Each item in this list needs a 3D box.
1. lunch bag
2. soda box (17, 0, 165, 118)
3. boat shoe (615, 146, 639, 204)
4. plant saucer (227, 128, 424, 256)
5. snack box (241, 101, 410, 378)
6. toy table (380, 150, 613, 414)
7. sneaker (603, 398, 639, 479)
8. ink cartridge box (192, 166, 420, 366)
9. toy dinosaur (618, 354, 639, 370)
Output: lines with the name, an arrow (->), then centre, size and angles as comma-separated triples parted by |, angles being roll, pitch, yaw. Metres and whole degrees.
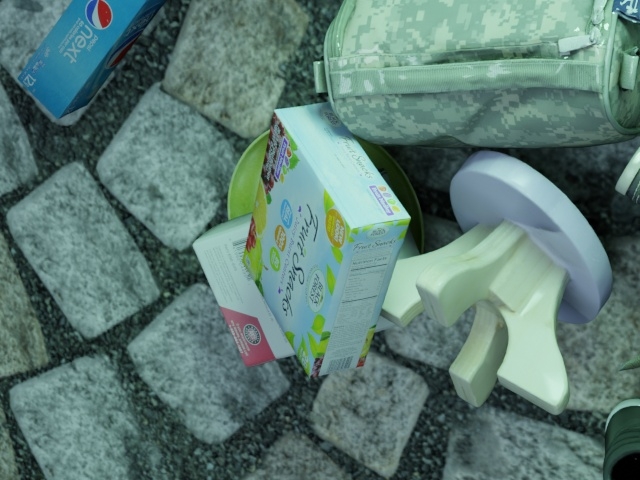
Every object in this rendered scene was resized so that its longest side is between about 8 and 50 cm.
lunch bag -> 0.176, -0.180, 1.440 | 0.305, 0.256, 0.213 | 1, 110, 25
soda box -> -0.255, -0.238, 1.740 | 0.071, 0.067, 0.210 | 45, 122, 3
boat shoe -> 0.363, -0.109, 1.439 | 0.065, 0.075, 0.206 | 38, 80, 16
plant saucer -> 0.010, -0.024, 1.710 | 0.241, 0.037, 0.241 | 10, 113, 24
snack box -> 0.000, 0.000, 1.480 | 0.174, 0.070, 0.207 | 58, 149, 36
toy table -> 0.173, 0.051, 1.504 | 0.252, 0.161, 0.274 | 25, 159, 40
sneaker -> 0.418, 0.268, 1.559 | 0.295, 0.147, 0.105 | 22, 115, 16
ink cartridge box -> -0.006, 0.030, 1.663 | 0.218, 0.092, 0.159 | -17, 101, 32
toy dinosaur -> 0.387, -0.001, 1.463 | 0.313, 0.121, 0.160 | -40, 92, 6
